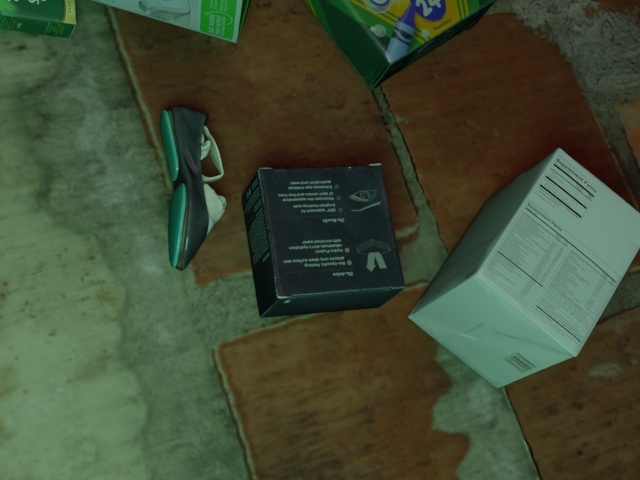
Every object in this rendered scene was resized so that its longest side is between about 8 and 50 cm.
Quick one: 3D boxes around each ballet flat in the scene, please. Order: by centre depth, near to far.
[{"bbox_3d":[-0.145,-0.064,1.260,0.074,0.074,0.203,0,70,-19],"label":"ballet flat"}]

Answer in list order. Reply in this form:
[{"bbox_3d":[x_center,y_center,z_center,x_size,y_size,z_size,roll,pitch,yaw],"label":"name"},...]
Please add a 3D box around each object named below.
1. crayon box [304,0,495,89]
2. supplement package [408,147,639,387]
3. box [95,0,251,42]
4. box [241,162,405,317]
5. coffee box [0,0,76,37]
[{"bbox_3d":[0.055,-0.386,1.428,0.203,0.083,0.323,-35,85,-25],"label":"crayon box"},{"bbox_3d":[0.246,0.038,1.285,0.149,0.194,0.203,39,65,-4],"label":"supplement package"},{"bbox_3d":[-0.168,-0.397,1.269,0.231,0.127,0.262,17,69,-2],"label":"box"},{"bbox_3d":[0.000,0.000,1.272,0.156,0.093,0.158,-3,72,-20],"label":"box"},{"bbox_3d":[-0.380,-0.305,1.266,0.184,0.040,0.113,5,69,-25],"label":"coffee box"}]
